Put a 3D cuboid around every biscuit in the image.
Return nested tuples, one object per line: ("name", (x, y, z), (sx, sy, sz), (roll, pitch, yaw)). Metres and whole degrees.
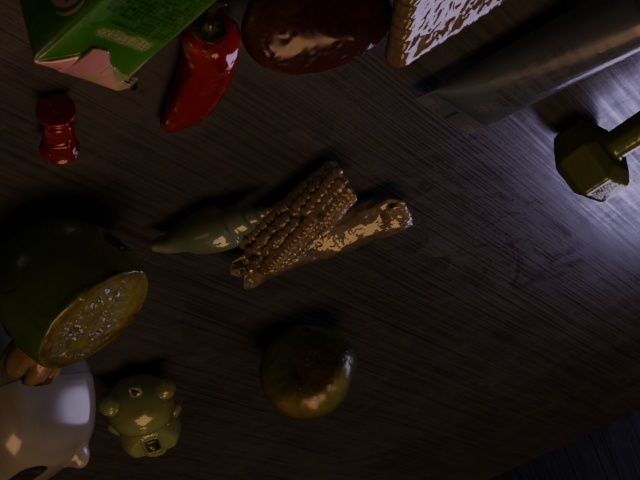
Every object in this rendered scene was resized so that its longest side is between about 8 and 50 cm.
("biscuit", (0.160, -0.322, 1.313), (0.217, 0.044, 0.325), (-34, 159, -19))

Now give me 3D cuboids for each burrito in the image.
("burrito", (0.000, 0.000, 1.877), (0.275, 0.059, 0.082), (-22, 147, 8))

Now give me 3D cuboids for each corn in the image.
("corn", (-0.025, -0.034, 1.773), (0.211, 0.087, 0.087), (-39, 147, 27))

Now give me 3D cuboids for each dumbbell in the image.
("dumbbell", (0.466, -0.169, 1.791), (0.302, 0.121, 0.108), (-34, 121, 30))

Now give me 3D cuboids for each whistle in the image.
("whistle", (-0.300, 0.306, 2.218), (0.131, 0.106, 0.288), (-17, 153, -8))

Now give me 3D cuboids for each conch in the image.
("conch", (-0.143, -0.021, 1.754), (0.180, 0.088, 0.065), (-16, 111, 9))

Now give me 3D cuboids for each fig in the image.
("fig", (-0.030, 0.216, 2.197), (0.167, 0.167, 0.233), (-10, -171, -17))

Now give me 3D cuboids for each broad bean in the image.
("broad bean", (-0.006, -0.234, 1.383), (0.165, 0.114, 0.084), (-2, -170, -25))

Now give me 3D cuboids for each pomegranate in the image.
("pomegranate", (-0.335, 0.069, 1.668), (0.190, 0.159, 0.241), (-34, 156, -30))

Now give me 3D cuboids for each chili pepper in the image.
("chili pepper", (-0.131, -0.188, 1.426), (0.063, 0.071, 0.272), (-49, 175, -30))

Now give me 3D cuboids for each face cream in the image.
("face cream", (0.309, -0.237, 1.592), (0.385, 0.086, 0.135), (-27, 150, 29))

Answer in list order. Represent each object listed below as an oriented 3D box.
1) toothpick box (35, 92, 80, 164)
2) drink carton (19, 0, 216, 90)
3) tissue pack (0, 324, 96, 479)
("toothpick box", (-0.296, -0.126, 1.456), (0.047, 0.047, 0.083), (-12, 153, -13))
("drink carton", (-0.147, -0.272, 1.139), (0.271, 0.161, 0.108), (-35, 149, 30))
("tissue pack", (-0.485, 0.263, 1.845), (0.333, 0.236, 0.229), (-33, 161, 27))
